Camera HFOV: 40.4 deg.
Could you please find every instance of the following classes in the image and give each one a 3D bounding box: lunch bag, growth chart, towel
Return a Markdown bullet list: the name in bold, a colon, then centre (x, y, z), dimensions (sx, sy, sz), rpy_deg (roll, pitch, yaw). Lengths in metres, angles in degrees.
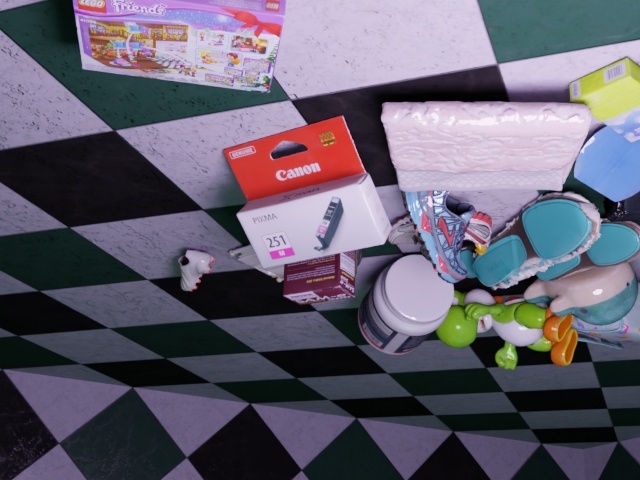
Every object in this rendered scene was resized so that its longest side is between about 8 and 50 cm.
- **lunch bag**: centre (0.733, 0.187, 2.208), dimensions (0.223, 0.160, 0.262), rpy_deg (12, 166, -30)
- **growth chart**: centre (-0.105, 0.050, 2.139), dimensions (0.172, 0.021, 0.237), rpy_deg (-14, 152, 32)
- **towel**: centre (0.283, -0.159, 1.528), dimensions (0.331, 0.053, 0.317), rpy_deg (1, 162, 9)

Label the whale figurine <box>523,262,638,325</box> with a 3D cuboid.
- **whale figurine**: centre (0.608, 0.125, 2.020), dimensions (0.272, 0.216, 0.141), rpy_deg (-12, 112, 54)

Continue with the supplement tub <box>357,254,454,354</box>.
- **supplement tub**: centre (0.209, 0.160, 2.148), dimensions (0.191, 0.191, 0.272), rpy_deg (6, 157, -9)

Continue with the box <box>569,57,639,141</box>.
- **box**: centre (0.501, -0.225, 1.413), dimensions (0.178, 0.042, 0.109), rpy_deg (21, 151, -36)

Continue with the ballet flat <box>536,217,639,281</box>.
- **ballet flat**: centre (0.596, 0.009, 1.892), dimensions (0.106, 0.108, 0.316), rpy_deg (-21, 179, -33)

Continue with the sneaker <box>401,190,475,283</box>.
- **sneaker**: centre (0.261, -0.021, 1.756), dimensions (0.125, 0.104, 0.262), rpy_deg (-22, 124, 14)

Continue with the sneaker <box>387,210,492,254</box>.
- **sneaker**: centre (0.256, -0.008, 1.878), dimensions (0.225, 0.093, 0.088), rpy_deg (-2, 157, 14)

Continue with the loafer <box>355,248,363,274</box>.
- **loafer**: centre (0.054, 0.013, 1.956), dimensions (0.096, 0.084, 0.267), rpy_deg (-2, 156, 11)

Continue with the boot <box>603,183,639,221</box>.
- **boot**: centre (0.656, -0.065, 1.698), dimensions (0.207, 0.094, 0.246), rpy_deg (-3, 149, 5)

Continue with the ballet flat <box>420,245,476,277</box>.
- **ballet flat**: centre (0.305, 0.039, 2.038), dimensions (0.188, 0.070, 0.070), rpy_deg (25, 148, -38)

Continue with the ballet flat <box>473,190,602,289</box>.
- **ballet flat**: centre (0.473, -0.011, 1.848), dimensions (0.147, 0.147, 0.409), rpy_deg (12, 158, -20)

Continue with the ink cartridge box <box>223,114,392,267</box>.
- **ink cartridge box**: centre (-0.035, -0.083, 1.612), dimensions (0.275, 0.060, 0.239), rpy_deg (-12, 116, 30)

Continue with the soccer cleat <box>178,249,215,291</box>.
- **soccer cleat**: centre (-0.323, 0.069, 2.164), dimensions (0.076, 0.068, 0.196), rpy_deg (25, 150, -13)

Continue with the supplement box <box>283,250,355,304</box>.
- **supplement box**: centre (0.000, 0.000, 1.736), dimensions (0.130, 0.239, 0.073), rpy_deg (-11, 154, 28)

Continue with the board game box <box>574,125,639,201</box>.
- **board game box**: centre (0.530, -0.149, 1.558), dimensions (0.168, 0.033, 0.133), rpy_deg (25, 115, -27)

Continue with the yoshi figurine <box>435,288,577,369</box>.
- **yoshi figurine**: centre (0.438, 0.224, 2.176), dimensions (0.362, 0.204, 0.203), rpy_deg (12, -175, 36)

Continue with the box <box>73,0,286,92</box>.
- **box**: centre (-0.205, -0.309, 1.273), dimensions (0.293, 0.057, 0.201), rpy_deg (6, 157, -8)
